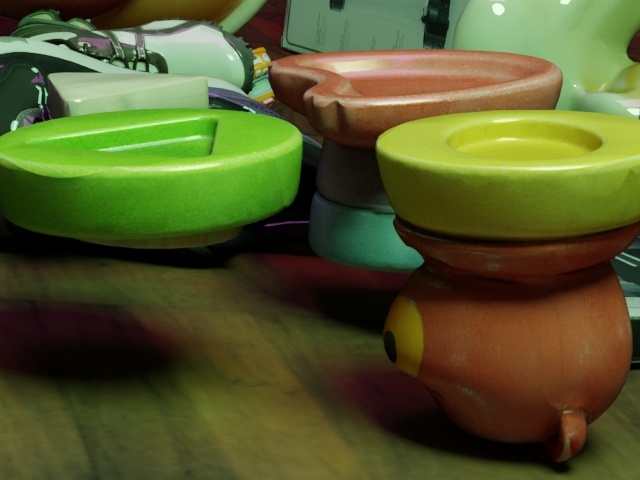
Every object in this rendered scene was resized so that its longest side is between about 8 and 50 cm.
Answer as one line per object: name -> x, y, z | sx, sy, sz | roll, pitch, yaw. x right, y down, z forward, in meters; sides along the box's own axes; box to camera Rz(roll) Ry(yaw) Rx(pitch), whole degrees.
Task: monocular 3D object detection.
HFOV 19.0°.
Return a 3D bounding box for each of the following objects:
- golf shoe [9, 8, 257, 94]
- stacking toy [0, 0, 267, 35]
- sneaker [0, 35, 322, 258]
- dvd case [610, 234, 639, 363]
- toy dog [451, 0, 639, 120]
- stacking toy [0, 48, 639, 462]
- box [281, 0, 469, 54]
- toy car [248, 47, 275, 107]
golf shoe -> -0.148, -0.122, 1.425 | 0.198, 0.077, 0.094 | 4, 23, 15
stacking toy -> -0.257, -0.298, 1.460 | 0.350, 0.351, 0.480 | 15, 14, 28
sneaker -> -0.103, -0.041, 1.019 | 0.283, 0.107, 0.124 | -6, 24, -44
dvd case -> 0.159, 0.019, 1.059 | 0.179, 0.029, 0.238 | 1, 15, -29
toy dog -> 0.325, -0.066, 1.084 | 0.284, 0.395, 0.408 | -42, 29, -10
stacking toy -> 0.000, 0.000, 0.878 | 0.279, 0.130, 0.309 | -3, 14, -3
box -> 0.091, -0.235, 1.804 | 0.087, 0.169, 0.290 | -4, 16, -39
toy car -> -0.027, -0.126, 1.529 | 0.122, 0.060, 0.040 | -16, 57, -45
